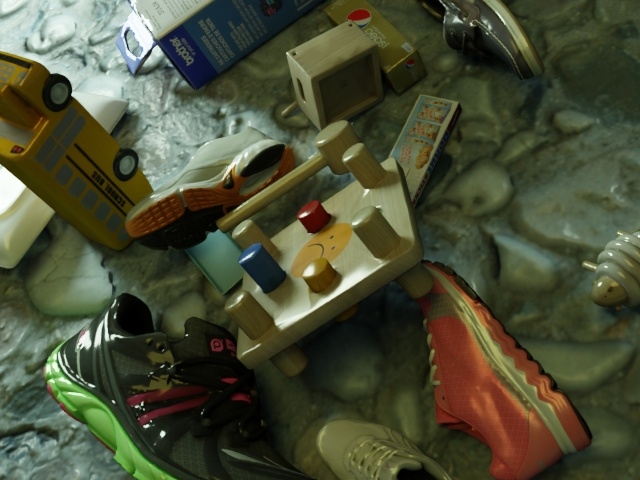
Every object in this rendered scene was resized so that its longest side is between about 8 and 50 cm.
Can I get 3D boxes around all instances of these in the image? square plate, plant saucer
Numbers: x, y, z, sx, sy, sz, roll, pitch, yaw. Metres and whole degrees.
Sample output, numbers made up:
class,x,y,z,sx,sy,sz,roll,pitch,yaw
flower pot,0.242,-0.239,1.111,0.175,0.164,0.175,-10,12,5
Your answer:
class,x,y,z,sx,sy,sz,roll,pitch,yaw
square plate,-0.538,-0.137,1.585,0.344,0.049,0.347,14,62,30
plant saucer,-0.166,0.003,1.393,0.067,0.018,0.192,-42,56,-4

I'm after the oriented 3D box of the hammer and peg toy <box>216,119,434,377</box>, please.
class,x,y,z,sx,sy,sz,roll,pitch,yaw
hammer and peg toy,0.000,0.000,1.225,0.266,0.127,0.361,-34,24,14

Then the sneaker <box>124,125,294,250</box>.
class,x,y,z,sx,sy,sz,roll,pitch,yaw
sneaker,-0.172,-0.080,1.391,0.262,0.099,0.121,-28,40,-17

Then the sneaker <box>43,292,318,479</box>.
class,x,y,z,sx,sy,sz,roll,pitch,yaw
sneaker,-0.153,0.208,1.174,0.483,0.185,0.202,30,81,32

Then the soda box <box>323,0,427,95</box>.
class,x,y,z,sx,sy,sz,roll,pitch,yaw
soda box,0.081,-0.300,1.428,0.058,0.061,0.181,-38,55,0

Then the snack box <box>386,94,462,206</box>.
class,x,y,z,sx,sy,sz,roll,pitch,yaw
snack box,0.134,-0.123,1.332,0.064,0.022,0.178,17,71,31

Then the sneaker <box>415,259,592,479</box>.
class,x,y,z,sx,sy,sz,roll,pitch,yaw
sneaker,0.168,0.147,1.112,0.136,0.116,0.314,-40,54,2

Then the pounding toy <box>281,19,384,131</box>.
class,x,y,z,sx,sy,sz,roll,pitch,yaw
pounding toy,0.010,-0.232,1.393,0.130,0.141,0.100,-29,54,-12

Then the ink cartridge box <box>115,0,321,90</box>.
class,x,y,z,sx,sy,sz,roll,pitch,yaw
ink cartridge box,-0.180,-0.435,1.561,0.395,0.151,0.270,-34,55,0

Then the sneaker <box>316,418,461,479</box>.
class,x,y,z,sx,sy,sz,roll,pitch,yaw
sneaker,0.085,0.260,1.083,0.232,0.115,0.090,22,73,31

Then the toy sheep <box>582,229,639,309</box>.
class,x,y,z,sx,sy,sz,roll,pitch,yaw
toy sheep,0.367,0.030,1.112,0.132,0.091,0.091,-43,55,-10

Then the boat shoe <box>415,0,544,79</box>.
class,x,y,z,sx,sy,sz,roll,pitch,yaw
boat shoe,0.217,-0.307,1.357,0.092,0.103,0.285,-35,51,8

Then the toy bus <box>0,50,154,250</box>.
class,x,y,z,sx,sy,sz,roll,pitch,yaw
toy bus,-0.366,-0.124,1.356,0.108,0.333,0.130,22,72,31
